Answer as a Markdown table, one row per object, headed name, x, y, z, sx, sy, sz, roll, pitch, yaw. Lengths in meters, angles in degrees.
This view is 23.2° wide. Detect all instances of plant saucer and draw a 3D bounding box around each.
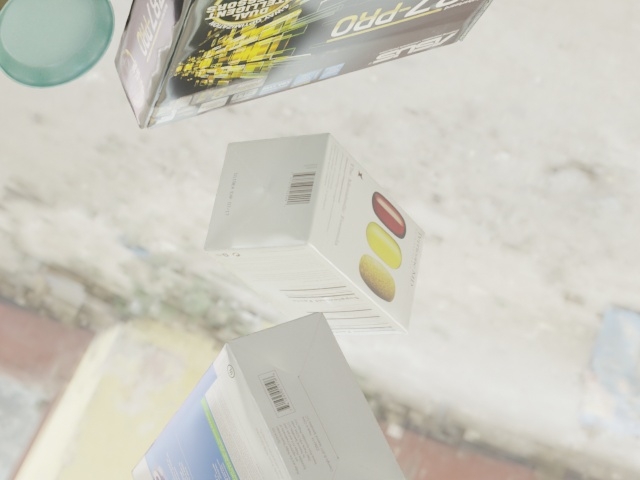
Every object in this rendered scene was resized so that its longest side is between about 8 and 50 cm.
| name | x | y | z | sx | sy | sz | roll | pitch | yaw |
| --- | --- | --- | --- | --- | --- | --- | --- | --- | --- |
| plant saucer | -0.249 | -0.196 | 1.438 | 0.021 | 0.119 | 0.119 | 52 | 176 | 41 |

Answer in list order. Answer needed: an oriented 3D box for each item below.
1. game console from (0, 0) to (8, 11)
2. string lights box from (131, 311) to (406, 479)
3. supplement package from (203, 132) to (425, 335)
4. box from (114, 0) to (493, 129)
| name | x | y | z | sx | sy | sz | roll | pitch | yaw |
| --- | --- | --- | --- | --- | --- | --- | --- | --- | --- |
| game console | -0.369 | -0.309 | 1.879 | 0.107 | 0.071 | 0.122 | 25 | 154 | -2 |
| string lights box | -0.045 | 0.166 | 1.079 | 0.133 | 0.077 | 0.259 | 64 | 151 | 16 |
| supplement package | 0.000 | 0.000 | 1.743 | 0.134 | 0.139 | 0.244 | -3 | 153 | 30 |
| box | 0.012 | -0.258 | 1.530 | 0.097 | 0.395 | 0.318 | 67 | 157 | 12 |
